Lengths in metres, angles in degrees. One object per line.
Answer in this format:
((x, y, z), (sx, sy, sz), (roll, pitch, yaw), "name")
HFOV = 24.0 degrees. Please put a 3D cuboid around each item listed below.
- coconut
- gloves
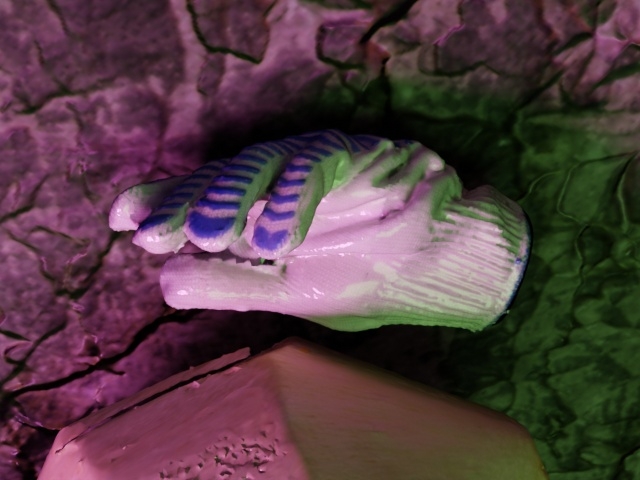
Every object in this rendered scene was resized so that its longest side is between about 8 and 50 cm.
((-0.015, 0.218, 0.834), (0.352, 0.353, 0.353), (-8, 132, -9), "coconut")
((0.001, -0.003, 0.787), (0.229, 0.097, 0.119), (6, 124, -27), "gloves")
